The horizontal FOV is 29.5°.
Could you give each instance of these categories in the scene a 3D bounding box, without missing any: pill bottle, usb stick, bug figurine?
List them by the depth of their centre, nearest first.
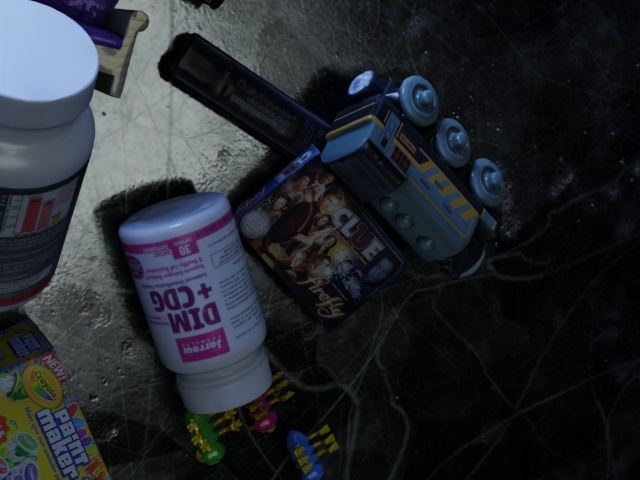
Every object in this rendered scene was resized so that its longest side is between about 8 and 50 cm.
[{"bbox_3d":[-0.388,-0.096,1.465,0.210,0.210,0.363,4,139,-24],"label":"pill bottle"},{"bbox_3d":[-0.168,0.088,1.712,0.160,0.160,0.283,-22,108,-18],"label":"pill bottle"},{"bbox_3d":[-0.097,-0.198,1.751,0.278,0.045,0.077,32,83,-25],"label":"usb stick"},{"bbox_3d":[-0.102,0.318,1.793,0.279,0.072,0.216,-26,93,-46],"label":"bug figurine"}]

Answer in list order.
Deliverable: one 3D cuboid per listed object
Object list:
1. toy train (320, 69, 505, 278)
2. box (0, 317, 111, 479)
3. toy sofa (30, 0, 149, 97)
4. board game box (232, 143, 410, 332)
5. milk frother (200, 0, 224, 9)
[{"bbox_3d":[0.142,-0.093,1.793,0.334,0.142,0.190,46,50,-25],"label":"toy train"},{"bbox_3d":[-0.446,0.305,1.630,0.279,0.177,0.290,-26,109,-18],"label":"box"},{"bbox_3d":[-0.409,-0.313,1.540,0.362,0.150,0.177,14,96,-24],"label":"toy sofa"},{"bbox_3d":[0.000,0.000,1.807,0.165,0.042,0.243,-40,117,1],"label":"board game box"},{"bbox_3d":[-0.174,-0.414,1.660,0.134,0.129,0.143,22,48,-25],"label":"milk frother"}]
